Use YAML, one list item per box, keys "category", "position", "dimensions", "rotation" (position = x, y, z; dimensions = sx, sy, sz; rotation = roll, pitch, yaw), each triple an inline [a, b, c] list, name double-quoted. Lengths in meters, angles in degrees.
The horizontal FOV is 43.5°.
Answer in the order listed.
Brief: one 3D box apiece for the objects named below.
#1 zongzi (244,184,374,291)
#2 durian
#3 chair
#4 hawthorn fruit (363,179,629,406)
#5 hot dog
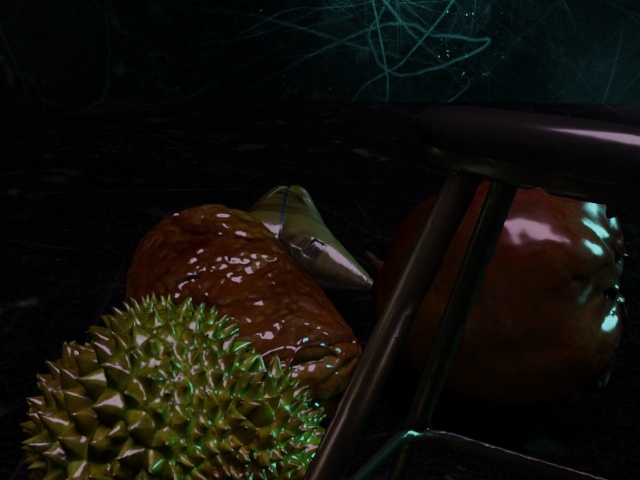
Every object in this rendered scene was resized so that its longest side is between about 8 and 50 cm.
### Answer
- category: "zongzi"
  position: [0.000, 0.000, 1.336]
  dimensions: [0.289, 0.122, 0.260]
  rotation: [10, 24, 18]
- category: "durian"
  position: [-0.134, 0.177, 0.708]
  dimensions: [0.291, 0.291, 0.224]
  rotation: [15, 41, 27]
- category: "chair"
  position: [0.181, 0.122, 0.581]
  dimensions: [0.362, 0.409, 0.365]
  rotation: [13, 10, 22]
- category: "hawthorn fruit"
  position: [0.226, 0.058, 1.013]
  dimensions: [0.325, 0.308, 0.308]
  rotation: [-7, 22, 1]
- category: "hot dog"
  position: [-0.098, 0.106, 1.014]
  dimensions: [0.267, 0.174, 0.387]
  rotation: [-10, 34, -23]
